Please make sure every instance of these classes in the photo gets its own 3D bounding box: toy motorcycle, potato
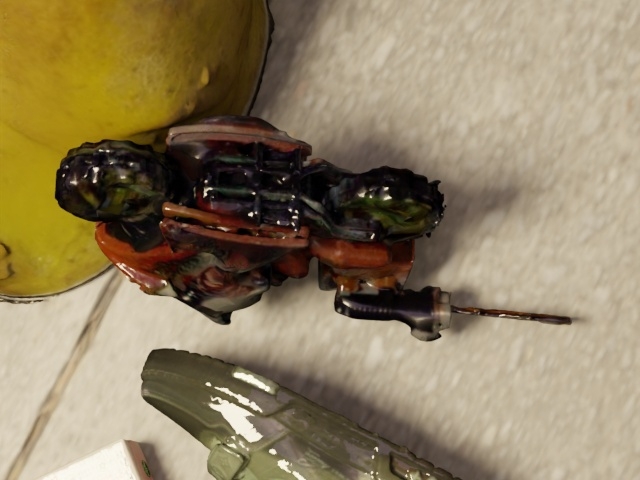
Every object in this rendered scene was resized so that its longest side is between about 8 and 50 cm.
[{"bbox_3d":[0.000,0.000,1.074,0.401,0.207,0.134,3,65,-7],"label":"toy motorcycle"},{"bbox_3d":[-0.224,-0.169,1.077,0.397,0.296,0.290,-39,73,-2],"label":"potato"}]

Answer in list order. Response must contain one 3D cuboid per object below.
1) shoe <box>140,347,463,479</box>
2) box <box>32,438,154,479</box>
[{"bbox_3d":[-0.027,0.198,1.055,0.293,0.109,0.149,23,77,9],"label":"shoe"},{"bbox_3d":[-0.190,0.224,1.112,0.125,0.043,0.089,-25,76,4],"label":"box"}]
